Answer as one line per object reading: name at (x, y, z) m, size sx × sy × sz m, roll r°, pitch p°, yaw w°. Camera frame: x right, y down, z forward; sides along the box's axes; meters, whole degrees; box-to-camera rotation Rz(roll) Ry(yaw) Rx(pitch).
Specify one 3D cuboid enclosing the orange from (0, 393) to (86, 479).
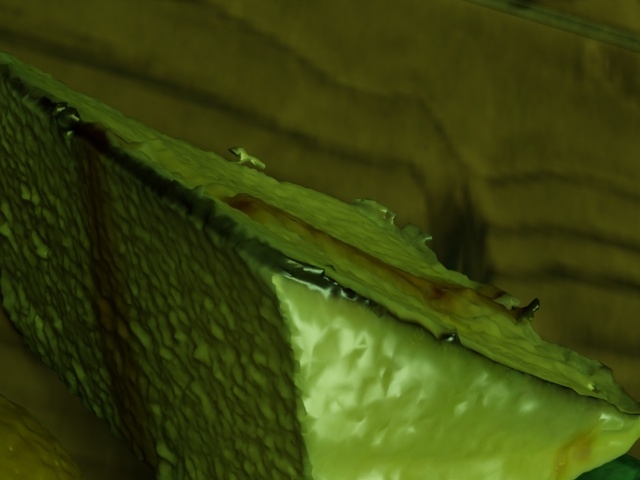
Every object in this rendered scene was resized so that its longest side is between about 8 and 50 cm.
orange at (-0.169, 0.143, 0.548) m, size 0.236 × 0.236 × 0.236 m, roll 8°, pitch 65°, yaw -18°

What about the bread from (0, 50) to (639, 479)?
bread at (0.000, 0.000, 0.664) m, size 0.178 × 0.240 × 0.135 m, roll -17°, pitch 119°, yaw -27°

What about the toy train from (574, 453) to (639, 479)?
toy train at (0.069, 0.258, 0.638) m, size 0.237 × 0.150 × 0.369 m, roll 41°, pitch 61°, yaw -8°
